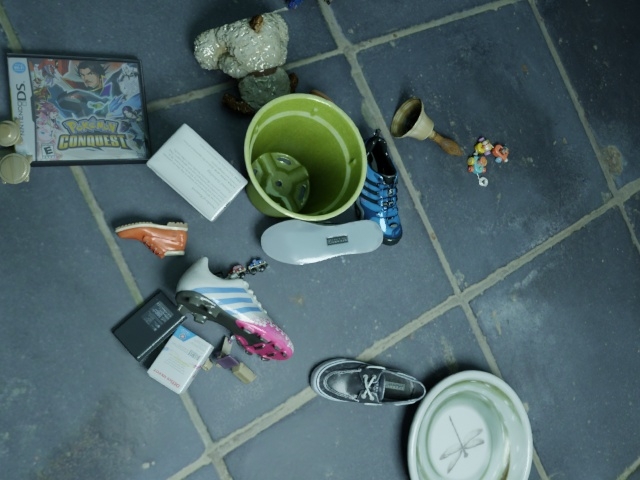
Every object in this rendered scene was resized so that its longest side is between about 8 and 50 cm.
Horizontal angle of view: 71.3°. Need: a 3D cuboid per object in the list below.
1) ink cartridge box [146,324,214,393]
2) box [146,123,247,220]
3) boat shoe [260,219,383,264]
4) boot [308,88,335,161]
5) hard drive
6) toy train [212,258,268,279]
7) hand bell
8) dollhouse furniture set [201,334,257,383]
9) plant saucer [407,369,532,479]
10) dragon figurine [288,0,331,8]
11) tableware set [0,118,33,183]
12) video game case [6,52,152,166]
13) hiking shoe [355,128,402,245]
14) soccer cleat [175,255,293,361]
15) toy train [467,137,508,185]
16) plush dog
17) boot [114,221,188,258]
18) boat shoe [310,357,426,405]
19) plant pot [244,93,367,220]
[{"bbox_3d":[-0.312,0.267,1.001,0.088,0.052,0.123,31,71,4],"label":"ink cartridge box"},{"bbox_3d":[-0.273,-0.143,1.006,0.182,0.181,0.119,43,83,-11],"label":"box"},{"bbox_3d":[0.000,-0.004,1.139,0.306,0.105,0.113,-10,90,-11],"label":"boat shoe"},{"bbox_3d":[-0.012,-0.297,1.198,0.152,0.073,0.197,-38,83,-8],"label":"boot"},{"bbox_3d":[-0.378,0.188,0.990,0.094,0.022,0.135,38,68,21],"label":"hard drive"},{"bbox_3d":[-0.203,0.078,1.094,0.158,0.027,0.036,-18,78,-22],"label":"toy train"},{"bbox_3d":[0.339,-0.309,1.328,0.242,0.126,0.126,23,75,-29],"label":"hand bell"},{"bbox_3d":[-0.210,0.288,1.071,0.114,0.090,0.081,53,25,-30],"label":"dollhouse furniture set"},{"bbox_3d":[0.390,0.553,1.214,0.400,0.100,0.401,3,82,-21],"label":"plant saucer"},{"bbox_3d":[0.025,-0.721,1.200,0.085,0.289,0.144,63,30,-5],"label":"dragon figurine"},{"bbox_3d":[-0.685,-0.176,0.927,0.168,0.020,0.141,-13,87,-3],"label":"tableware set"},{"bbox_3d":[-0.539,-0.294,1.012,0.274,0.035,0.249,-6,84,-21],"label":"video game case"},{"bbox_3d":[0.156,-0.132,1.203,0.113,0.132,0.304,-19,90,-22],"label":"hiking shoe"},{"bbox_3d":[-0.176,0.158,1.033,0.331,0.116,0.143,40,44,-29],"label":"soccer cleat"},{"bbox_3d":[0.539,-0.260,1.413,0.125,0.046,0.166,41,70,-11],"label":"toy train"},{"bbox_3d":[-0.151,-0.432,1.115,0.262,0.210,0.226,-27,119,-20],"label":"plush dog"},{"bbox_3d":[-0.385,0.000,1.020,0.157,0.059,0.085,2,87,-22],"label":"boot"},{"bbox_3d":[0.127,0.369,1.137,0.301,0.102,0.108,15,78,-19],"label":"boat shoe"},{"bbox_3d":[-0.067,-0.161,1.057,0.275,0.254,0.276,3,81,-20],"label":"plant pot"}]
